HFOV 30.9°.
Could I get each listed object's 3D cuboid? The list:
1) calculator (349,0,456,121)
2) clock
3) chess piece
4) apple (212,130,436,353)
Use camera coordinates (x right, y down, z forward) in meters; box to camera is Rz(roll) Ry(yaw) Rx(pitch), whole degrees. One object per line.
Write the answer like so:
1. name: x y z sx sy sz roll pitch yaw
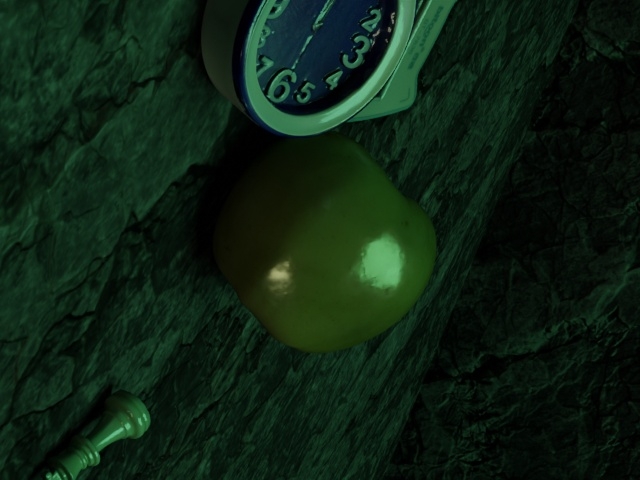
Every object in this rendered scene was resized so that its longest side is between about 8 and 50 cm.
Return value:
1. calculator: 0.039 -0.254 1.330 0.386 0.054 0.256 -8 129 -58
2. clock: -0.009 -0.220 1.171 0.230 0.083 0.230 -27 136 -29
3. chess piece: -0.256 0.228 1.275 0.149 0.059 0.059 -40 152 -41
4. apple: 0.000 0.000 1.378 0.262 0.262 0.262 -54 161 -29
